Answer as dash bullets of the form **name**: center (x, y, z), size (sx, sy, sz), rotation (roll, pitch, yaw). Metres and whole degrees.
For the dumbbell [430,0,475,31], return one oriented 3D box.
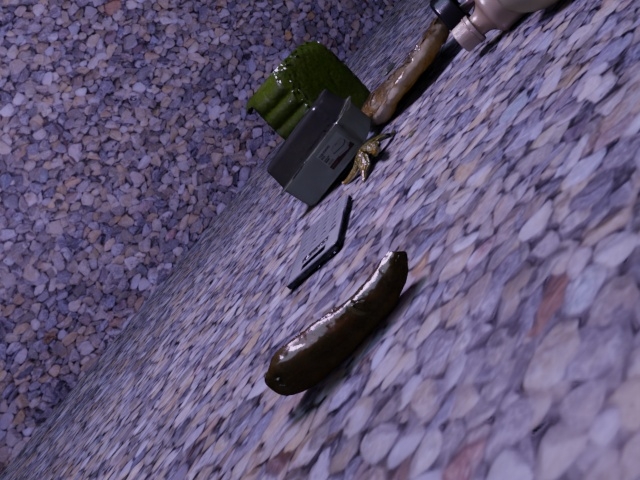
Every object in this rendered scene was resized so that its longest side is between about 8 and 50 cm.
- **dumbbell**: center (0.403, -0.627, 1.793), size (0.218, 0.152, 0.152), rotation (-42, 14, 23)

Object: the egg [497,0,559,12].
- **egg**: center (0.446, -0.569, 1.411), size (0.241, 0.186, 0.186), rotation (-44, 13, 24)

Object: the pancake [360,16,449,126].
- **pancake**: center (0.234, -0.463, 2.002), size (0.387, 0.082, 0.387), rotation (-50, 7, 8)

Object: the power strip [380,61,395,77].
- **power strip**: center (0.201, -0.506, 2.091), size (0.027, 0.017, 0.083), rotation (-45, 5, 38)

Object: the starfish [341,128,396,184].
- **starfish**: center (0.108, -0.197, 1.734), size (0.176, 0.053, 0.208), rotation (-52, 4, 26)

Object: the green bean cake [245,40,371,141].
- **green bean cake**: center (-0.026, -0.420, 2.208), size (0.218, 0.319, 0.335), rotation (-38, 12, 46)

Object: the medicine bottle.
- **medicine bottle**: center (0.410, -0.537, 1.596), size (0.252, 0.114, 0.114), rotation (-42, 14, 25)

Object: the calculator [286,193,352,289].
- **calculator**: center (0.000, 0.000, 1.538), size (0.161, 0.021, 0.262), rotation (-42, 14, 23)

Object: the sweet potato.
- **sweet potato**: center (0.030, 0.121, 0.987), size (0.273, 0.075, 0.075), rotation (-44, 13, 5)

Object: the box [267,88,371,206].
- **box**: center (-0.004, -0.251, 1.898), size (0.290, 0.166, 0.221), rotation (-49, 9, 29)

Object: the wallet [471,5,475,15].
- **wallet**: center (0.519, -0.713, 1.916), size (0.245, 0.052, 0.169), rotation (-25, 29, 53)
